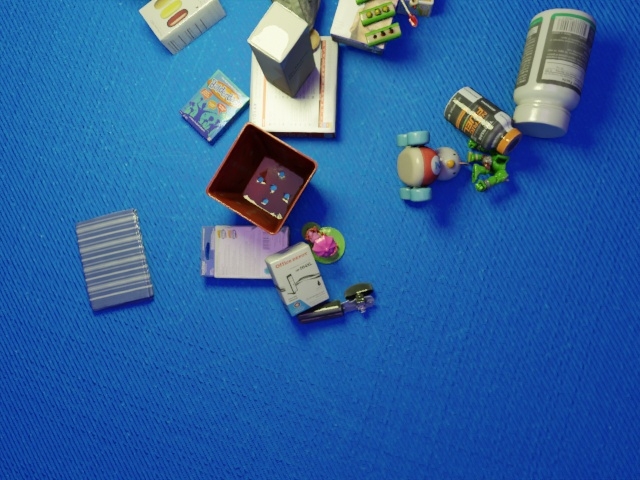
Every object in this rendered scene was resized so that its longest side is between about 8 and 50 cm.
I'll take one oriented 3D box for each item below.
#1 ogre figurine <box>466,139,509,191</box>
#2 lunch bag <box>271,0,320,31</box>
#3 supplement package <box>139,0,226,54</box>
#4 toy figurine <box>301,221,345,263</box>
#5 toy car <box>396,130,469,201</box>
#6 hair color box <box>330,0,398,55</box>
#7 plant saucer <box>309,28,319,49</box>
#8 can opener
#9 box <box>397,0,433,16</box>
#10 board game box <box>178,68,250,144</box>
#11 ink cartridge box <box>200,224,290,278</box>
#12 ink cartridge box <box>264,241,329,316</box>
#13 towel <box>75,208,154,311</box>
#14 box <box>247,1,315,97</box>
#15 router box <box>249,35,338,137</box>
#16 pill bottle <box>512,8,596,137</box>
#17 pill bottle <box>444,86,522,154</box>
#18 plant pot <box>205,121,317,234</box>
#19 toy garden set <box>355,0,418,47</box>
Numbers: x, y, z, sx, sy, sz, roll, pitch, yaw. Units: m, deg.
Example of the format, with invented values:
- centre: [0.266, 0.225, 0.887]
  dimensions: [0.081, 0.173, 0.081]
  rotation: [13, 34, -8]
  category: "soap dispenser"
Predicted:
- centre: [0.563, -0.253, 1.715]
  dimensions: [0.118, 0.097, 0.197]
  rotation: [0, 44, 0]
  category: "ogre figurine"
- centre: [-0.103, -0.848, 1.671]
  dimensions: [0.168, 0.235, 0.287]
  rotation: [-22, 62, 4]
  category: "lunch bag"
- centre: [-0.479, -0.798, 1.796]
  dimensions: [0.244, 0.134, 0.139]
  rotation: [-37, 86, 3]
  category: "supplement package"
- centre: [0.000, 0.000, 1.725]
  dimensions: [0.173, 0.159, 0.130]
  rotation: [42, 92, 5]
  category: "toy figurine"
- centre: [0.388, -0.251, 1.692]
  dimensions: [0.237, 0.210, 0.220]
  rotation: [-6, 99, -8]
  category: "toy car"
- centre: [0.168, -0.802, 1.659]
  dimensions: [0.185, 0.110, 0.339]
  rotation: [17, 100, 2]
  category: "hair color box"
- centre: [-0.043, -0.678, 1.736]
  dimensions: [0.083, 0.015, 0.084]
  rotation: [0, 86, 5]
  category: "plant saucer"
- centre: [0.052, 0.224, 1.770]
  dimensions: [0.280, 0.074, 0.093]
  rotation: [-16, 53, 2]
  category: "can opener"
- centre: [0.289, -0.851, 1.752]
  dimensions: [0.202, 0.103, 0.114]
  rotation: [10, 90, 5]
  category: "box"
- centre: [-0.373, -0.475, 1.823]
  dimensions: [0.160, 0.047, 0.210]
  rotation: [43, 91, 4]
  category: "board game box"
- centre: [-0.260, 0.040, 1.794]
  dimensions: [0.310, 0.065, 0.186]
  rotation: [1, 90, 2]
  category: "ink cartridge box"
- centre: [-0.079, 0.127, 1.721]
  dimensions: [0.148, 0.086, 0.203]
  rotation: [-25, 106, -13]
  category: "ink cartridge box"
- centre: [-0.742, 0.072, 1.849]
  dimensions: [0.242, 0.040, 0.337]
  rotation: [-14, 85, 6]
  category: "towel"
- centre: [-0.111, -0.578, 1.589]
  dimensions: [0.121, 0.311, 0.148]
  rotation: [36, 91, 5]
  category: "box"
- centre: [-0.089, -0.534, 1.785]
  dimensions: [0.300, 0.082, 0.336]
  rotation: [3, 89, 5]
  category: "router box"
- centre: [0.746, -0.532, 1.658]
  dimensions: [0.204, 0.204, 0.362]
  rotation: [14, 90, 5]
  category: "pill bottle"
- centre: [0.535, -0.384, 1.673]
  dimensions: [0.130, 0.130, 0.246]
  rotation: [-45, 66, 2]
  category: "pill bottle"
- centre: [-0.177, -0.191, 1.706]
  dimensions: [0.267, 0.236, 0.267]
  rotation: [32, 91, 4]
  category: "plant pot"
- centre: [0.212, -0.755, 1.583]
  dimensions: [0.203, 0.049, 0.245]
  rotation: [-17, 96, 5]
  category: "toy garden set"
